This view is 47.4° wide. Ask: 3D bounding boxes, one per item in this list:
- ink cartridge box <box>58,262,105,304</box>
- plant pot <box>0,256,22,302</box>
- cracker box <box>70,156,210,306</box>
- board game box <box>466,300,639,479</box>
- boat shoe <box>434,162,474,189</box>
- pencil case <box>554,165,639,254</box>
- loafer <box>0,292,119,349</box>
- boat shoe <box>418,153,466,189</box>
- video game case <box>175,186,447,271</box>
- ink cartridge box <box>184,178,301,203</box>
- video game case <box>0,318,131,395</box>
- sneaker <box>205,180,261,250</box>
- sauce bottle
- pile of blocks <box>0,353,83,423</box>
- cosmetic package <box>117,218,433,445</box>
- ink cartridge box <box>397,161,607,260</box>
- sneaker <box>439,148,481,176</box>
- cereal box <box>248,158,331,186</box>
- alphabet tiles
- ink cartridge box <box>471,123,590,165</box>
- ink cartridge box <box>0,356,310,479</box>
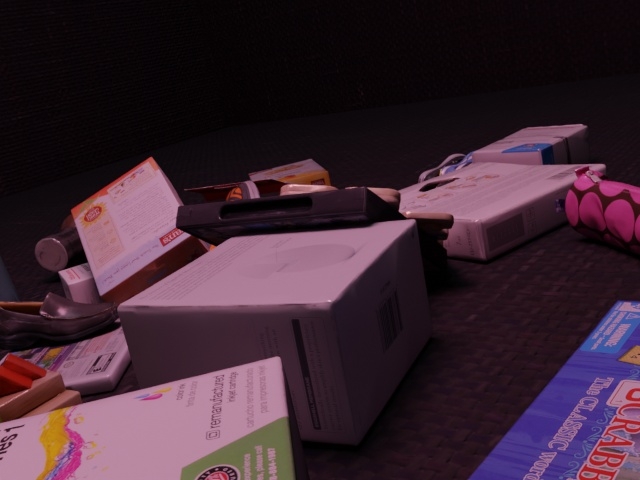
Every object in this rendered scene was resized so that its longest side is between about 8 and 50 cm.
[{"bbox_3d":[-0.349,0.070,1.160,0.181,0.062,0.104,-20,17,-24],"label":"ink cartridge box"},{"bbox_3d":[-0.671,0.041,1.185,0.293,0.235,0.293,-11,15,3],"label":"plant pot"},{"bbox_3d":[-0.271,-0.010,1.088,0.155,0.067,0.232,-34,43,-4],"label":"cracker box"},{"bbox_3d":[0.287,0.133,0.428,0.318,0.066,0.318,1,20,40],"label":"board game box"},{"bbox_3d":[0.255,-0.109,1.347,0.042,0.049,0.133,8,35,41],"label":"boat shoe"},{"bbox_3d":[0.389,-0.033,0.894,0.095,0.098,0.209,-16,16,-15],"label":"pencil case"},{"bbox_3d":[-0.351,0.099,0.963,0.170,0.061,0.062,-11,15,1],"label":"loafer"},{"bbox_3d":[0.259,-0.135,1.473,0.142,0.049,0.040,-30,28,-32],"label":"boat shoe"},{"bbox_3d":[0.000,0.000,0.924,0.248,0.035,0.275,-4,-16,28],"label":"video game case"},{"bbox_3d":[-0.135,-0.078,1.429,0.181,0.056,0.224,-6,-1,18],"label":"ink cartridge box"},{"bbox_3d":[-0.322,0.151,0.921,0.183,0.023,0.201,-11,16,4],"label":"video game case"},{"bbox_3d":[-0.178,-0.013,1.207,0.180,0.125,0.321,-13,15,-8],"label":"sneaker"},{"bbox_3d":[-0.456,-0.022,1.495,0.111,0.111,0.344,-8,17,15],"label":"sauce bottle"},{"bbox_3d":[-0.395,0.192,0.657,0.362,0.113,0.149,-20,17,-27],"label":"pile of blocks"},{"bbox_3d":[-0.033,0.081,0.727,0.224,0.138,0.224,-2,18,27],"label":"cosmetic package"},{"bbox_3d":[0.253,-0.057,1.144,0.296,0.066,0.261,-21,17,-32],"label":"ink cartridge box"},{"bbox_3d":[0.300,-0.138,1.438,0.144,0.053,0.059,-31,24,-31],"label":"sneaker"},{"bbox_3d":[-0.080,-0.146,1.761,0.173,0.047,0.240,-14,15,-7],"label":"cereal box"},{"bbox_3d":[0.028,-0.019,0.960,0.278,0.021,0.284,3,-15,4],"label":"alphabet tiles"},{"bbox_3d":[0.395,-0.155,1.358,0.139,0.082,0.190,4,20,45],"label":"ink cartridge box"},{"bbox_3d":[-0.143,0.191,0.453,0.278,0.117,0.201,-13,15,-3],"label":"ink cartridge box"}]
